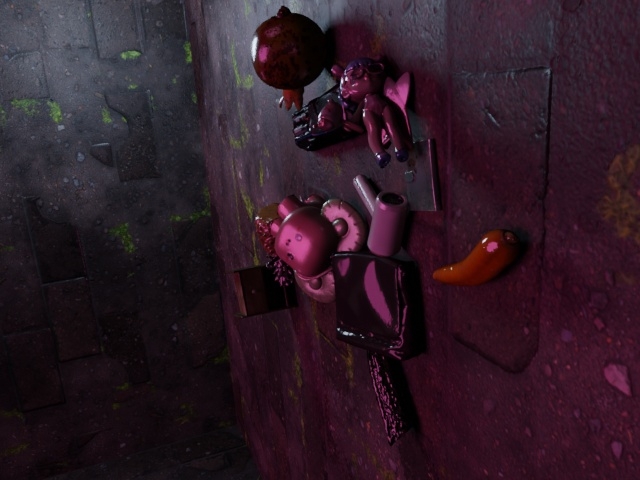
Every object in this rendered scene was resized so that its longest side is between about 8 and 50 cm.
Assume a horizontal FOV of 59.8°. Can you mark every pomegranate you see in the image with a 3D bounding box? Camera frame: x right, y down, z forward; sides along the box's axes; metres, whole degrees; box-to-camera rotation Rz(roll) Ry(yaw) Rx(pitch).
[{"bbox_3d":[-0.088,-0.457,1.415,0.246,0.198,0.198,117,138,-57],"label":"pomegranate"}]

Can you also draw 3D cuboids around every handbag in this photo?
[{"bbox_3d":[0.125,0.138,1.257,0.247,0.080,0.222,7,102,51],"label":"handbag"}]

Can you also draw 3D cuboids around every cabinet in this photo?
[{"bbox_3d":[-0.214,0.176,2.027,0.148,0.215,0.174,171,89,-70],"label":"cabinet"}]

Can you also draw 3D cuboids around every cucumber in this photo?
[{"bbox_3d":[0.157,0.339,1.310,0.077,0.077,0.265,128,128,-64],"label":"cucumber"}]

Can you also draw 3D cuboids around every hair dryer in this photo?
[{"bbox_3d":[0.125,-0.087,1.232,0.236,0.073,0.131,-109,19,-50],"label":"hair dryer"}]

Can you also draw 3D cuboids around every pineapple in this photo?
[{"bbox_3d":[-0.121,0.023,1.841,0.158,0.158,0.278,-138,32,-59],"label":"pineapple"}]

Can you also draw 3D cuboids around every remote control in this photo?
[{"bbox_3d":[0.007,-0.311,1.422,0.399,0.062,0.144,-178,79,-70],"label":"remote control"}]

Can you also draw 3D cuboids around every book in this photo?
[{"bbox_3d":[0.193,-0.124,1.075,0.103,0.017,0.134,-169,71,-68],"label":"book"}]

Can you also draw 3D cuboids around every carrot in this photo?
[{"bbox_3d":[0.255,0.047,0.941,0.066,0.062,0.271,42,156,6],"label":"carrot"}]

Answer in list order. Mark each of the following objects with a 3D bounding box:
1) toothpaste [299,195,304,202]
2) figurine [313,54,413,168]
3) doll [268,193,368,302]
[{"bbox_3d":[-0.019,0.000,1.647,0.100,0.066,0.323,90,163,-44],"label":"toothpaste"},{"bbox_3d":[0.086,-0.246,1.095,0.103,0.205,0.260,64,-171,-63],"label":"figurine"},{"bbox_3d":[0.000,0.000,1.463,0.268,0.216,0.284,41,121,28],"label":"doll"}]
